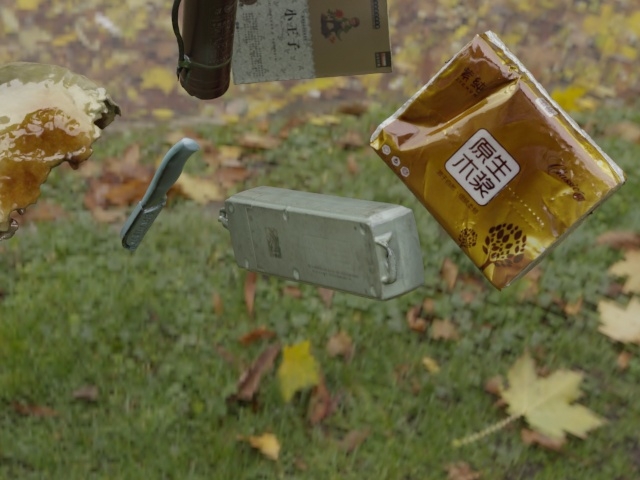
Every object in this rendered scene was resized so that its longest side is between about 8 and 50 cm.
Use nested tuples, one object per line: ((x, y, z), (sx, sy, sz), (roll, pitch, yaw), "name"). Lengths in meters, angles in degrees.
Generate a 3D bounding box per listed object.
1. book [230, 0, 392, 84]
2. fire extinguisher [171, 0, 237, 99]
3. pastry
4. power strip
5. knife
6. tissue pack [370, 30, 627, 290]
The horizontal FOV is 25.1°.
((-0.017, -0.260, 1.729), (0.199, 0.138, 0.016), (-4, 26, 3), "book")
((-0.092, -0.178, 1.141), (0.045, 0.157, 0.078), (31, 52, 15), "fire extinguisher")
((-0.391, -0.134, 1.783), (0.256, 0.170, 0.237), (-41, 23, -10), "pastry")
((0.000, -0.001, 1.275), (0.052, 0.078, 0.272), (-19, 16, -31), "power strip")
((-0.156, -0.038, 1.348), (0.028, 0.210, 0.015), (-18, 72, -32), "knife")
((0.188, -0.087, 1.549), (0.226, 0.183, 0.092), (49, 23, 8), "tissue pack")
